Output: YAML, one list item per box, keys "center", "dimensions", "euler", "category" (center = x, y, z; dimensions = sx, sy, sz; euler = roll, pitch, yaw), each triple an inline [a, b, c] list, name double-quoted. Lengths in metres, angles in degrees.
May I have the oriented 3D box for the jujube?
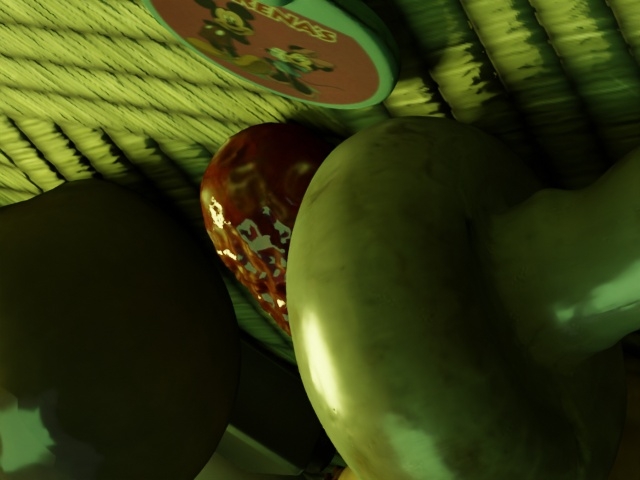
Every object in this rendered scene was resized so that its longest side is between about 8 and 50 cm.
- center: [0.000, 0.000, 1.136]
  dimensions: [0.112, 0.109, 0.176]
  euler: [-31, 123, 20]
  category: "jujube"

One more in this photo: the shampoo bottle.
- center: [-0.083, 0.123, 1.536]
  dimensions: [0.246, 0.080, 0.079]
  euler: [36, 156, -32]
  category: "shampoo bottle"

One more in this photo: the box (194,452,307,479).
- center: [-0.174, 0.211, 1.758]
  dimensions: [0.289, 0.141, 0.349]
  euler: [9, 155, 35]
  category: "box"

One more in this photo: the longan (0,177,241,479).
- center: [-0.176, 0.078, 1.307]
  dimensions: [0.258, 0.258, 0.258]
  euler: [20, 159, 8]
  category: "longan"

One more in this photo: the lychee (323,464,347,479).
- center: [0.071, 0.325, 1.594]
  dimensions: [0.306, 0.306, 0.330]
  euler: [28, -179, -13]
  category: "lychee"

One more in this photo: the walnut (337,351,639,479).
- center: [0.186, 0.220, 1.221]
  dimensions: [0.344, 0.306, 0.306]
  euler: [5, 153, 26]
  category: "walnut"

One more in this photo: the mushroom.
- center: [0.108, 0.035, 0.976]
  dimensions: [0.244, 0.243, 0.243]
  euler: [20, 159, 8]
  category: "mushroom"

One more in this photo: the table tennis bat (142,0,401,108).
- center: [-0.024, -0.127, 0.944]
  dimensions: [0.153, 0.040, 0.244]
  euler: [23, 164, 0]
  category: "table tennis bat"
